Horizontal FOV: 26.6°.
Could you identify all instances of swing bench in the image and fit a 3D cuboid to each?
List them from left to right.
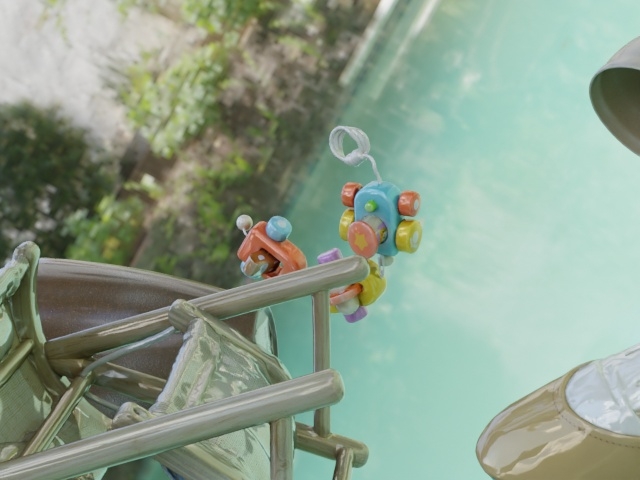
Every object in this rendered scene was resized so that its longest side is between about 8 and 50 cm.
[{"bbox_3d":[-0.103,0.112,0.827,0.253,0.255,0.165,-70,-19,-74],"label":"swing bench"}]

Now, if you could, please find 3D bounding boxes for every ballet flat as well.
[{"bbox_3d":[0.189,0.073,0.645,0.080,0.232,0.073,-94,0,-58],"label":"ballet flat"}]

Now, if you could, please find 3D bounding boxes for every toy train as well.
[{"bbox_3d":[0.000,0.000,1.001,0.166,0.125,0.046,-50,-6,40],"label":"toy train"}]

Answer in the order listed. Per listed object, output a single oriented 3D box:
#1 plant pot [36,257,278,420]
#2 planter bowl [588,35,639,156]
[{"bbox_3d":[-0.165,0.118,1.358,0.215,0.230,0.215,-3,-90,-80],"label":"plant pot"},{"bbox_3d":[0.374,-0.160,1.394,0.109,0.162,0.162,-53,2,-18],"label":"planter bowl"}]
